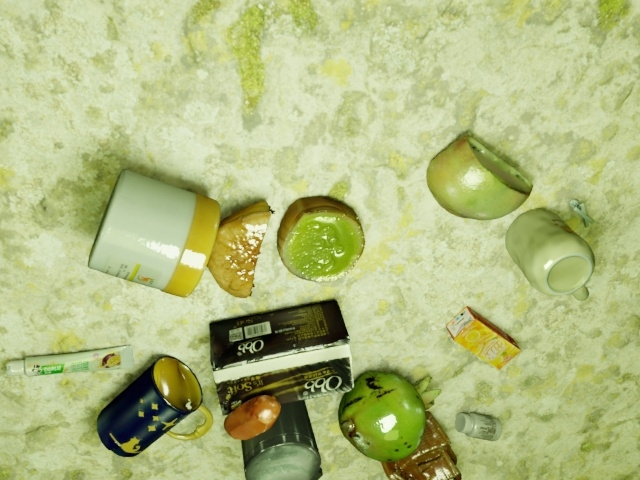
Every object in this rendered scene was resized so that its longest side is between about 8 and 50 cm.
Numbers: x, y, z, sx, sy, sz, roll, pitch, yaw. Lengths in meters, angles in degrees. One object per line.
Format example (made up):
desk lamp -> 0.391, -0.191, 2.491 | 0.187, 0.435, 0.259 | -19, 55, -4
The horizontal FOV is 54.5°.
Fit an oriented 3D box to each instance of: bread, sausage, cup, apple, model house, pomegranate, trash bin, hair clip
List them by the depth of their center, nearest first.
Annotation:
bread -> -0.209, 0.015, 1.509 | 0.134, 0.129, 0.260 | 13, 116, -17
apple -> 0.389, -0.121, 1.550 | 0.265, 0.120, 0.193 | 32, 122, -23
sausage -> -0.176, 0.450, 1.567 | 0.089, 0.089, 0.179 | 36, 122, -27
bread -> 0.000, 0.000, 1.572 | 0.236, 0.070, 0.236 | -4, 123, -7
cup -> 0.611, 0.066, 1.652 | 0.173, 0.202, 0.255 | -19, 123, 0
hair clip -> 0.715, -0.074, 1.693 | 0.030, 0.039, 0.115 | -33, 133, 20
cup -> -0.445, 0.492, 1.704 | 0.256, 0.178, 0.255 | -42, 93, 17
trash bin -> -0.125, 0.515, 1.728 | 0.252, 0.301, 0.203 | 32, 110, -29
pomegranate -> 0.208, 0.496, 1.822 | 0.341, 0.260, 0.260 | -24, 128, -31
model house -> 0.339, 0.698, 1.999 | 0.220, 0.199, 0.229 | 11, 123, -31

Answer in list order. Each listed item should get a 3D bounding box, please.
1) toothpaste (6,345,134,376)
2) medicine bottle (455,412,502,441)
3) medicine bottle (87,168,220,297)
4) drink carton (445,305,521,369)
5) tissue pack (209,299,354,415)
toothpaste -> -0.663, 0.327, 1.659 | 0.315, 0.055, 0.058 | -3, 162, -13
medicine bottle -> 0.516, 0.609, 2.038 | 0.140, 0.079, 0.079 | 16, 117, -19
medicine bottle -> -0.372, -0.014, 1.393 | 0.232, 0.238, 0.237 | 20, 115, -19
drink carton -> 0.484, 0.291, 1.843 | 0.223, 0.071, 0.096 | 35, 108, -27
tissue pack -> -0.111, 0.305, 1.656 | 0.370, 0.210, 0.198 | -9, 127, -4
